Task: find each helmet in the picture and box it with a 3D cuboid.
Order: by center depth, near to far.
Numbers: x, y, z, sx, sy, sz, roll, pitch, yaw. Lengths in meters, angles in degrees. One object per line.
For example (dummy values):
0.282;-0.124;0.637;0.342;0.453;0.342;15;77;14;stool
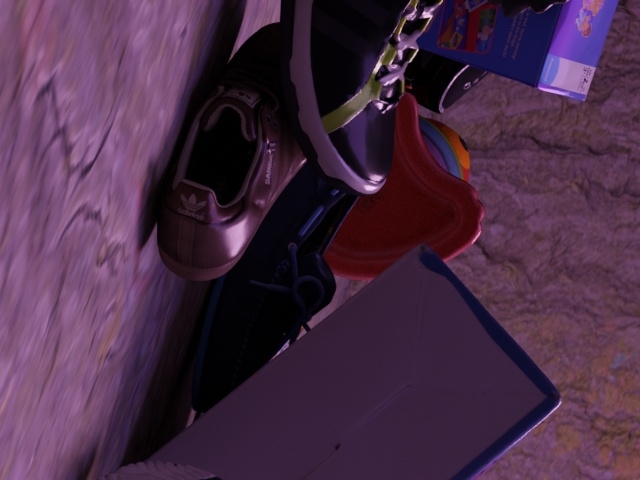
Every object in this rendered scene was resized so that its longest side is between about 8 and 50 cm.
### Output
0.111;-0.220;1.701;0.161;0.169;0.169;-57;176;0;helmet

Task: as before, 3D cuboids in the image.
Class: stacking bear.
0.070;-0.057;1.693;0.164;0.175;0.289;-33;179;14;stacking bear

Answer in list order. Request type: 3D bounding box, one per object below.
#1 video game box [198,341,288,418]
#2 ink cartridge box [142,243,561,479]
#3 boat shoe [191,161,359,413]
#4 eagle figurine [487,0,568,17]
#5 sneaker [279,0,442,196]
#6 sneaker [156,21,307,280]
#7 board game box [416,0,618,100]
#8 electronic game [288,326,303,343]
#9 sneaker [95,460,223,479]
-0.070;0.134;1.585;0.205;0.048;0.187;-35;140;-84;video game box
0.013;0.165;1.328;0.270;0.151;0.395;-38;173;-6;ink cartridge box
-0.027;0.022;1.353;0.109;0.089;0.258;101;8;-61;boat shoe
0.141;-0.360;1.375;0.298;0.225;0.226;87;8;-49;eagle figurine
0.033;-0.137;0.972;0.084;0.097;0.235;-35;123;-63;sneaker
-0.037;-0.065;0.987;0.071;0.066;0.188;101;7;-54;sneaker
0.167;-0.318;1.505;0.078;0.233;0.347;7;104;-50;board game box
0.000;0.000;1.864;0.229;0.048;0.229;21;90;-83;electronic game
-0.120;0.234;0.974;0.235;0.094;0.153;-66;174;-59;sneaker
